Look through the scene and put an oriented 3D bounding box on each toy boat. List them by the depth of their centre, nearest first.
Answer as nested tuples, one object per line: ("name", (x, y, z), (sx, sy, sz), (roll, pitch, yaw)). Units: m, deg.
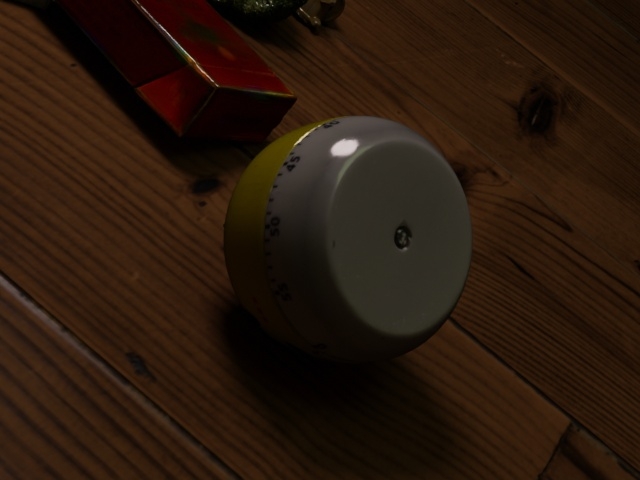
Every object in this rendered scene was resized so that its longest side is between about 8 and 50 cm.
("toy boat", (-0.022, -0.413, 2.220), (0.088, 0.068, 0.226), (20, 30, -34))

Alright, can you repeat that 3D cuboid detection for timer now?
("timer", (0.000, 0.000, 1.512), (0.285, 0.285, 0.285), (25, 31, -17))

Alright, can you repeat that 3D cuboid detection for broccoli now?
("broccoli", (-0.092, -0.383, 2.048), (0.162, 0.138, 0.145), (-6, 45, 7))

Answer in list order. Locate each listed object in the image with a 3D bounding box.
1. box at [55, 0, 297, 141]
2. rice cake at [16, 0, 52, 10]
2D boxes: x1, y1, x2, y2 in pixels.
("box", (-0.196, -0.258, 1.765), (0.313, 0.089, 0.197), (47, 20, 19))
("rice cake", (-0.409, -0.325, 1.727), (0.171, 0.033, 0.029), (16, 40, -32))
